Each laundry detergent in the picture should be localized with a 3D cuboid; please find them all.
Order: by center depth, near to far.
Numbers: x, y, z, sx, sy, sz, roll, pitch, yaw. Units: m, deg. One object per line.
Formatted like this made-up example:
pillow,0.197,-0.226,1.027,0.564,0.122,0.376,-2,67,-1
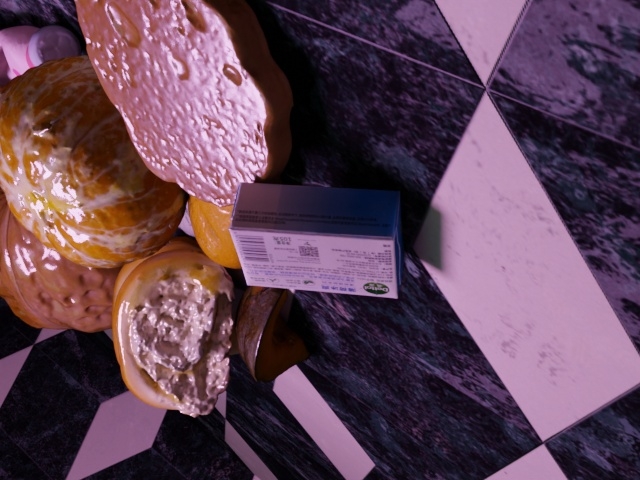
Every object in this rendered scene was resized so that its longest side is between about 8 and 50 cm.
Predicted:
laundry detergent,-0.483,-0.297,1.652,0.159,0.088,0.335,47,160,-20

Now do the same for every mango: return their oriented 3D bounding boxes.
mango,-0.111,-0.055,1.370,0.157,0.109,0.262,48,146,9

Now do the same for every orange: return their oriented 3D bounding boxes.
orange,-0.335,-0.116,1.449,0.329,0.249,0.329,34,147,26

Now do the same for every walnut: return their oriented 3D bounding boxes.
walnut,-0.530,0.020,2.053,0.354,0.307,0.397,-2,141,18

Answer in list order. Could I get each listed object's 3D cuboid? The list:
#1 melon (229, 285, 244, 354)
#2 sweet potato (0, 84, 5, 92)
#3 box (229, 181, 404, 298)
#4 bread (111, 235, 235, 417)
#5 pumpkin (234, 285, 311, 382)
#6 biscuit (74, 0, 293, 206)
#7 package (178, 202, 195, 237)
melon,-0.189,0.140,1.933,0.139,0.093,0.202,39,153,37
sweet potato,-0.498,-0.176,1.699,0.385,0.109,0.109,32,165,-19
box,0.000,0.000,1.177,0.194,0.073,0.139,4,149,9
bread,-0.293,0.147,1.827,0.270,0.212,0.315,-142,57,-61
pumpkin,-0.119,0.174,1.783,0.131,0.149,0.254,26,155,24
biscuit,-0.163,-0.201,1.171,0.312,0.057,0.351,-4,120,48
package,-0.283,-0.076,1.767,0.232,0.040,0.166,14,139,44
